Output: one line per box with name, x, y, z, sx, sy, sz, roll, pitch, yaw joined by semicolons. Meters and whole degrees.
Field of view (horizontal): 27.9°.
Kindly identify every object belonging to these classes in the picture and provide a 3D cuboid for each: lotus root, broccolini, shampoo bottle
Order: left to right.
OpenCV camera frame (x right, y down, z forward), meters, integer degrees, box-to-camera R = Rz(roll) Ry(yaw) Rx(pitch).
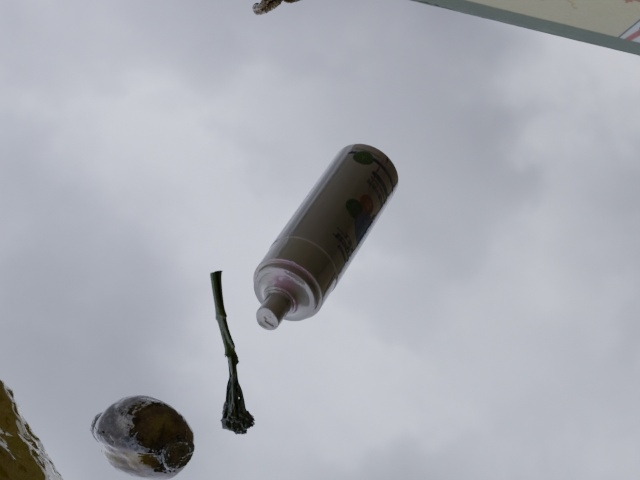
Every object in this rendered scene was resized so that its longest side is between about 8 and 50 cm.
lotus root;-0.259;0.285;1.867;0.120;0.209;0.120;-9;-77;-46
broccolini;-0.118;0.146;1.688;0.042;0.044;0.218;145;120;-80
shampoo bottle;0.000;0.000;1.510;0.092;0.092;0.303;49;-139;-13

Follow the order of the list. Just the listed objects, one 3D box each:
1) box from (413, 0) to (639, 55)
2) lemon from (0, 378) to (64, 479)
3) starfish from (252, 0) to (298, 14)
box;0.145;-0.200;0.585;0.195;0.148;0.177;14;-119;-1
lemon;-0.261;0.202;0.697;0.268;0.322;0.268;36;167;10
starfish;-0.028;-0.199;0.864;0.028;0.078;0.091;25;150;48
